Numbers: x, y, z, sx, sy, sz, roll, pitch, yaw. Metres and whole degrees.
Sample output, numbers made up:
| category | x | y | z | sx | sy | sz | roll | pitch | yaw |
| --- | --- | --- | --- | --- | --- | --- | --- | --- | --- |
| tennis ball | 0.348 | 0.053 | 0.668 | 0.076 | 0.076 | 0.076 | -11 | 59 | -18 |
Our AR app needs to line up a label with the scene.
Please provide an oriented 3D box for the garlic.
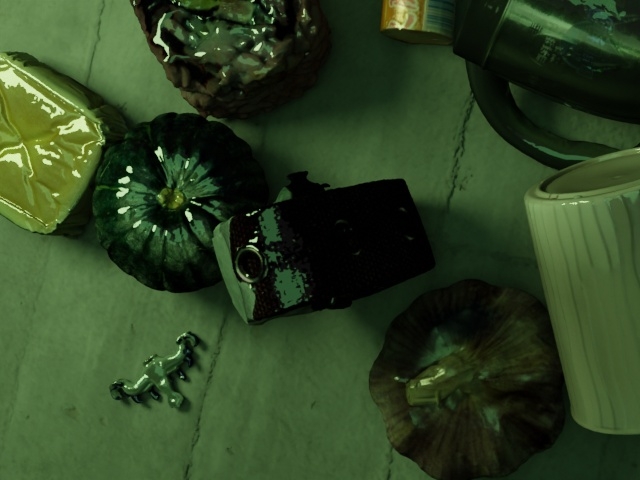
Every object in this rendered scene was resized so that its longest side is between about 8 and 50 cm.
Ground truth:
| category | x | y | z | sx | sy | sz | roll | pitch | yaw |
| --- | --- | --- | --- | --- | --- | --- | --- | --- | --- |
| garlic | 0.174 | 0.161 | 1.379 | 0.245 | 0.160 | 0.244 | -1 | 81 | 8 |

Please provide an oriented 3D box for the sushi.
| category | x | y | z | sx | sy | sz | roll | pitch | yaw |
| --- | --- | --- | --- | --- | --- | --- | --- | --- | --- |
| sushi | -0.111 | -0.291 | 1.440 | 0.237 | 0.171 | 0.270 | -27 | 78 | 9 |

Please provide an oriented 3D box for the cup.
| category | x | y | z | sx | sy | sz | roll | pitch | yaw |
| --- | --- | --- | --- | --- | --- | --- | --- | --- | --- |
| cup | 0.379 | 0.040 | 1.291 | 0.288 | 0.208 | 0.273 | -18 | 102 | -2 |

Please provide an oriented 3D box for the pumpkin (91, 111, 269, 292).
| category | x | y | z | sx | sy | sz | roll | pitch | yaw |
| --- | --- | --- | --- | --- | --- | --- | --- | --- | --- |
| pumpkin | -0.170 | -0.046 | 1.450 | 0.221 | 0.162 | 0.220 | 0 | 89 | 1 |

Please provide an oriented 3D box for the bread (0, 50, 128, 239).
| category | x | y | z | sx | sy | sz | roll | pitch | yaw |
| --- | --- | --- | --- | --- | --- | --- | --- | --- | --- |
| bread | -0.361 | -0.121 | 1.517 | 0.210 | 0.110 | 0.192 | 30 | 101 | 11 |

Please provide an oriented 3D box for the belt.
| category | x | y | z | sx | sy | sz | roll | pitch | yaw |
| --- | --- | --- | --- | --- | --- | --- | --- | --- | --- |
| belt | 0.000 | 0.000 | 1.356 | 0.184 | 0.289 | 0.164 | -21 | 84 | 34 |

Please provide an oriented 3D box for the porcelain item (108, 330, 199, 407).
| category | x | y | z | sx | sy | sz | roll | pitch | yaw |
| --- | --- | --- | --- | --- | --- | --- | --- | --- | --- |
| porcelain item | -0.199 | 0.181 | 1.521 | 0.136 | 0.021 | 0.075 | -35 | 82 | 8 |

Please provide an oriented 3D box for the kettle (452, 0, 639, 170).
| category | x | y | z | sx | sy | sz | roll | pitch | yaw |
| --- | --- | --- | --- | --- | --- | --- | --- | --- | --- |
| kettle | 0.327 | -0.215 | 1.348 | 0.324 | 0.228 | 0.321 | 24 | 119 | 6 |

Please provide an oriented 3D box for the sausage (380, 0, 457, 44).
| category | x | y | z | sx | sy | sz | roll | pitch | yaw |
| --- | --- | --- | --- | --- | --- | --- | --- | --- | --- |
| sausage | 0.130 | -0.398 | 1.435 | 0.093 | 0.093 | 0.312 | 5 | 90 | 11 |
